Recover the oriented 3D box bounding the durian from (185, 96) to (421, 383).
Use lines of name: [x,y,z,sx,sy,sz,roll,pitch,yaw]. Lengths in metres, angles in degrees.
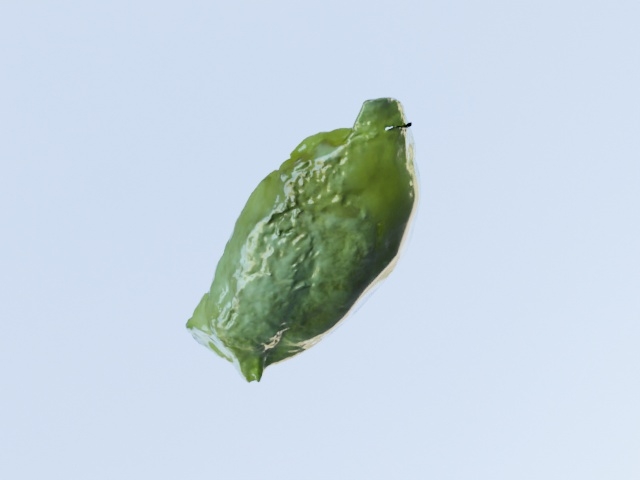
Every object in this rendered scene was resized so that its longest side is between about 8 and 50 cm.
durian: [0.000,0.000,1.083,0.250,0.101,0.139,-49,-16,19]
